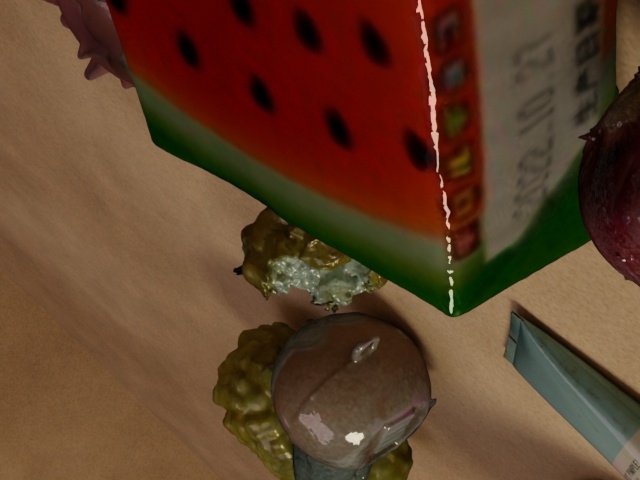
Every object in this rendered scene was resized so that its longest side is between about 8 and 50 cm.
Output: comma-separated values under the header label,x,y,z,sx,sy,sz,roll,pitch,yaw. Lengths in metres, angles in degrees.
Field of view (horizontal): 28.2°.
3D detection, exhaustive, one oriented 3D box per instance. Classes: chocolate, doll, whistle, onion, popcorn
label,x,y,z,sx,sy,sz,roll,pitch,yaw
chocolate,0.006,-0.156,0.821,0.360,0.161,0.341,30,149,33
doll,-0.163,-0.197,1.182,0.211,0.093,0.262,2,136,43
whistle,0.020,0.202,1.482,0.189,0.189,0.348,36,144,19
onion,0.239,-0.021,0.706,0.195,0.159,0.159,39,162,-15
popcorn,-0.020,0.227,1.689,0.286,0.174,0.225,41,178,-27

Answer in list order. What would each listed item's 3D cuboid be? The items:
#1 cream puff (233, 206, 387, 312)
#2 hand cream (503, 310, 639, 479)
label,x,y,z,sx,sy,sz,roll,pitch,yaw
cream puff,0.001,-0.001,1.262,0.156,0.156,0.121,79,-178,-59
hand cream,0.291,0.185,1.179,0.312,0.070,0.111,44,164,21
